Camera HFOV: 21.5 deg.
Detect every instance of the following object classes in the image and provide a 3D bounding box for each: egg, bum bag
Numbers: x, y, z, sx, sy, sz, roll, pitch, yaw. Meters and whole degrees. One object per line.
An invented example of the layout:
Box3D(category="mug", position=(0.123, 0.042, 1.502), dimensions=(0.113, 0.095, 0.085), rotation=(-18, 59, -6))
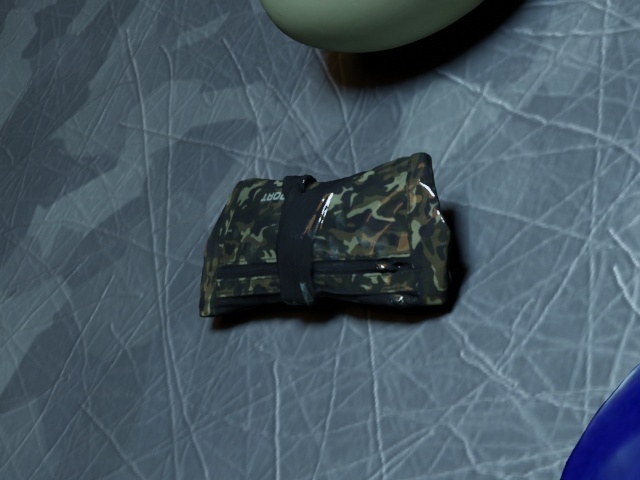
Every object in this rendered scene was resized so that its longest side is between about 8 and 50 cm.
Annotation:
Box3D(category="egg", position=(0.052, -0.240, 1.232), dimensions=(0.242, 0.186, 0.186), rotation=(-36, 40, 24))
Box3D(category="bum bag", position=(0.000, -0.001, 1.186), dimensions=(0.248, 0.069, 0.102), rotation=(-6, 92, 41))

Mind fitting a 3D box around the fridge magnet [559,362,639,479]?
Box3D(category="fridge magnet", position=(0.227, 0.144, 0.805), dimensions=(0.265, 0.113, 0.265), rotation=(-26, 44, 28))
